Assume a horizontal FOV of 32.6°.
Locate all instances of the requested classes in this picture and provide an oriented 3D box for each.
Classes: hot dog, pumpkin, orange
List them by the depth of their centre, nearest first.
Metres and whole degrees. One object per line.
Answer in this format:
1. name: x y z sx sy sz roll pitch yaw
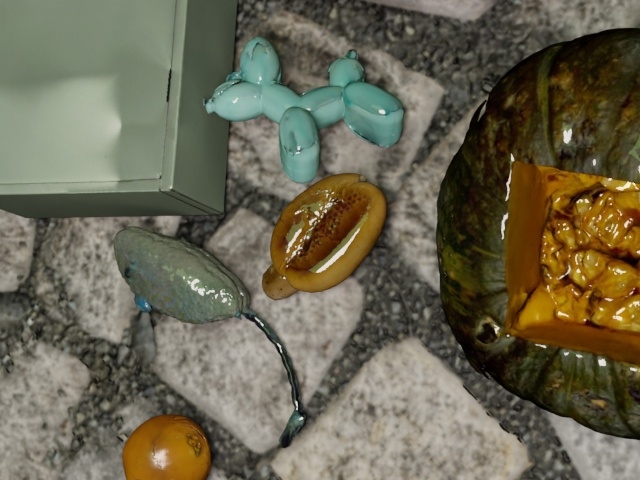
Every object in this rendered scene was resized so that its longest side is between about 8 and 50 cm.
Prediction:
1. pumpkin: 0.232 -0.002 0.815 0.320 0.192 0.320 8 104 32
2. orange: -0.139 0.199 0.995 0.083 0.083 0.084 -4 79 19
3. hot dog: 0.002 0.001 0.996 0.090 0.060 0.140 36 86 25

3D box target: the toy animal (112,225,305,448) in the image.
1. toy animal: -0.092 0.072 1.018 0.253 0.070 0.079 42 130 9

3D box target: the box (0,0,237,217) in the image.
1. box: -0.209 -0.142 1.062 0.225 0.117 0.225 0 80 20

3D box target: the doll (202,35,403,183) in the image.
1. doll: -0.022 -0.127 1.007 0.159 0.059 0.158 -21 55 -14
